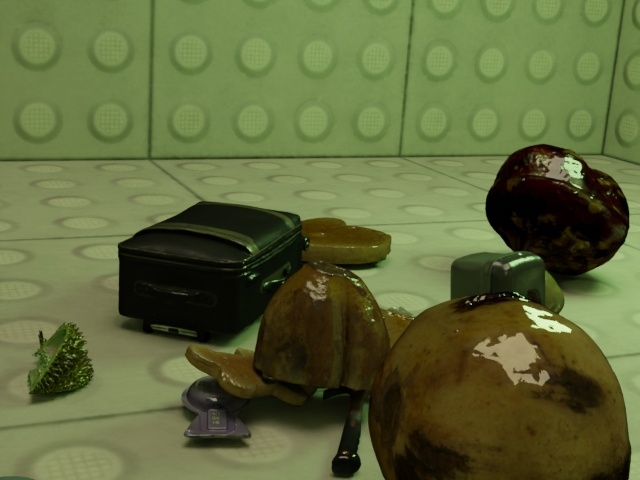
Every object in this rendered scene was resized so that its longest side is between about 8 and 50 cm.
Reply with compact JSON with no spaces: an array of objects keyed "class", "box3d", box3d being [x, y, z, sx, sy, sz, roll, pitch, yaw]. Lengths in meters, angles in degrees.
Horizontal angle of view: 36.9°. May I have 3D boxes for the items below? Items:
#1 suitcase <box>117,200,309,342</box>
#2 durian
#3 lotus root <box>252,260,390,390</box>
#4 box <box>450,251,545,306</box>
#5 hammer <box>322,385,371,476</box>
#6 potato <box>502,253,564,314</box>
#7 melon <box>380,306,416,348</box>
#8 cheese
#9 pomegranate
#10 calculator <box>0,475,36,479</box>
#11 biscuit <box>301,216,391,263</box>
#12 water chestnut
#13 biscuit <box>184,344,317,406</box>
[{"class":"suitcase","box3d":[-0.195,0.044,1.869,0.283,0.194,0.434,8,17,17]},{"class":"durian","box3d":[-0.416,0.182,1.519,0.100,0.086,0.215,-12,19,-7]},{"class":"lotus root","box3d":[0.016,0.128,1.457,0.199,0.179,0.188,15,7,24]},{"class":"box","box3d":[0.310,0.122,1.674,0.148,0.210,0.129,-11,13,-44]},{"class":"hammer","box3d":[0.049,0.264,1.402,0.111,0.033,0.287,6,15,5]},{"class":"potato","box3d":[0.385,0.107,1.906,0.194,0.157,0.157,28,25,29]},{"class":"melon","box3d":[0.159,0.169,1.687,0.203,0.093,0.139,11,8,10]},{"class":"cheese","box3d":[-0.154,0.243,1.412,0.105,0.042,0.191,1,16,-6]},{"class":"pomegranate","box3d":[0.203,0.212,1.116,0.322,0.322,0.322,4,15,-1]},{"class":"calculator","box3d":[-0.360,0.326,1.046,0.186,0.041,0.299,-8,21,-40]},{"class":"biscuit","box3d":[0.000,0.002,2.334,0.344,0.057,0.287,4,15,2]},{"class":"water chestnut","box3d":[0.536,-0.040,2.228,0.335,0.335,0.347,14,58,34]},{"class":"biscuit","box3d":[-0.088,0.209,1.465,0.153,0.030,0.234,34,12,35]}]
